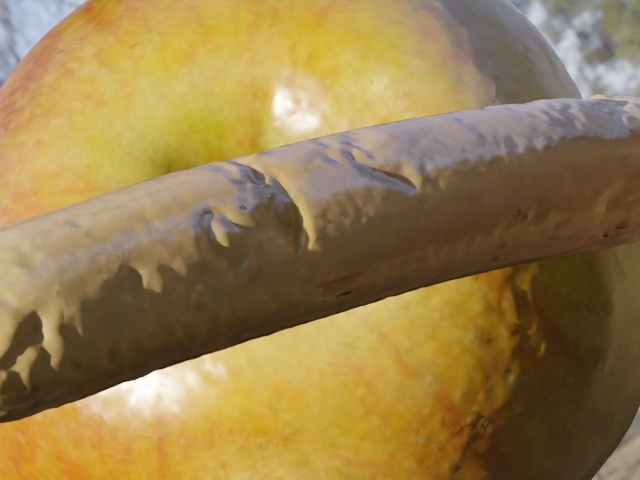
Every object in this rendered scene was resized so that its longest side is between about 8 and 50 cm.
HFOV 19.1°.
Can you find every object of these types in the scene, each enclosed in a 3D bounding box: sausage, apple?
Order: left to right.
[{"bbox_3d":[-0.011,0.021,1.042,0.400,0.400,0.333,-29,-11,-19],"label":"apple"},{"bbox_3d":[0.000,-0.002,0.625,0.301,0.066,0.066,-15,-18,-37],"label":"sausage"}]
